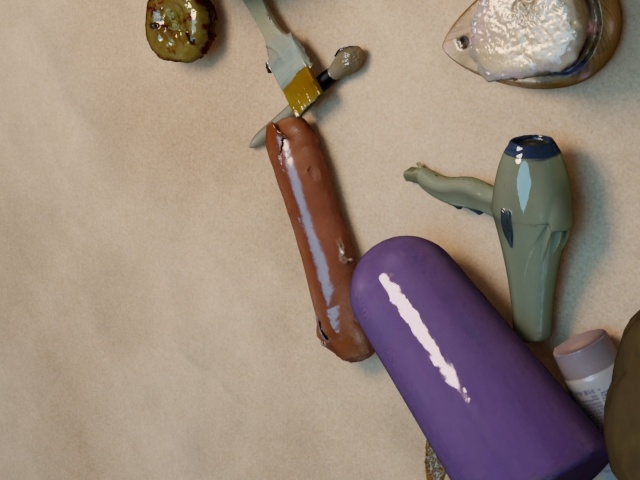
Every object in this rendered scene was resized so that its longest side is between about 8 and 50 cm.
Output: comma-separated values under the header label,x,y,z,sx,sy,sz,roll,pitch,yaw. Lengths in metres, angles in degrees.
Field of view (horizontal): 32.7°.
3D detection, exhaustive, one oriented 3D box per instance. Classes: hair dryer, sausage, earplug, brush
label,x,y,z,sx,sy,sz,roll,pitch,yaw
hair dryer,0.262,0.006,1.601,0.298,0.119,0.295,-10,98,55
sausage,0.000,0.000,1.791,0.094,0.094,0.418,163,91,-78
earplug,0.203,0.182,1.571,0.215,0.215,0.456,-53,58,33
brush,0.261,-0.283,1.478,0.267,0.166,0.174,-9,94,41
brush,-0.032,-0.232,1.800,0.299,0.042,0.039,-34,62,39
brush,-0.086,-0.357,1.803,0.085,0.020,0.336,-41,67,40

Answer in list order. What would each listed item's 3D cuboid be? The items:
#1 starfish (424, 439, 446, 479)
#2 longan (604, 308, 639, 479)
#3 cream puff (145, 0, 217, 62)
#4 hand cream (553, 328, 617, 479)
label,x,y,z,sx,sy,sz,roll,pitch,yaw
starfish,0.220,0.297,1.699,0.138,0.050,0.247,-7,83,43
longan,0.547,0.208,1.239,0.436,0.404,0.404,13,110,8
cream puff,-0.236,-0.376,1.899,0.149,0.084,0.149,10,109,33
hand cream,0.419,0.249,1.534,0.133,0.083,0.247,-20,98,41
